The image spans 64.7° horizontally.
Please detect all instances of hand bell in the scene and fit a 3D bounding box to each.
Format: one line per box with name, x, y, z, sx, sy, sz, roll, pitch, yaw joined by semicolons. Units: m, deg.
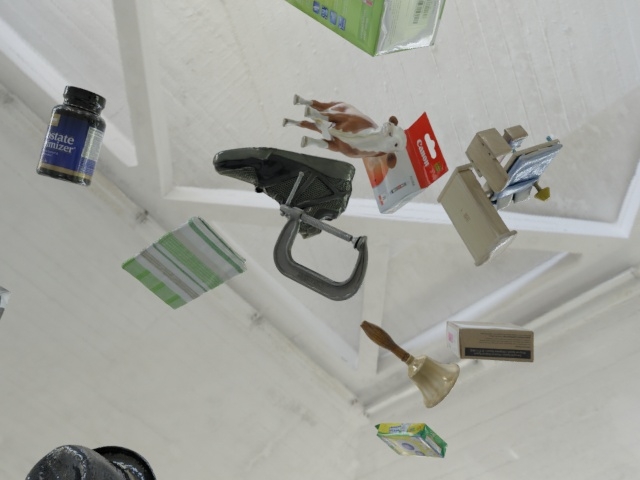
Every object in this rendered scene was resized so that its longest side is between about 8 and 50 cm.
hand bell;0.195;0.268;1.195;0.242;0.126;0.126;39;-61;1

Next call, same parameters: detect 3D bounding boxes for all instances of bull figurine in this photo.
bull figurine;0.043;-0.229;1.029;0.188;0.310;0.101;8;-72;-20

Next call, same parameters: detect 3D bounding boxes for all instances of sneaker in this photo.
sneaker;-0.061;-0.075;0.802;0.227;0.087;0.130;9;-96;-15

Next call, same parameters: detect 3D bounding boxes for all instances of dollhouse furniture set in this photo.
dollhouse furniture set;0.476;-0.118;1.157;0.303;0.198;0.286;-18;-25;-17

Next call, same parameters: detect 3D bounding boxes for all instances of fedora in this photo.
fedora;-0.514;0.542;1.052;0.334;0.334;0.152;-9;-55;14

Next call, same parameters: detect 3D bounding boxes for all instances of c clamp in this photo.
c clamp;0.000;0.000;0.679;0.160;0.022;0.137;31;-85;22

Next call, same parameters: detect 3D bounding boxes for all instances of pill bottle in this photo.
pill bottle;-0.588;-0.248;1.208;0.123;0.123;0.219;14;-91;1

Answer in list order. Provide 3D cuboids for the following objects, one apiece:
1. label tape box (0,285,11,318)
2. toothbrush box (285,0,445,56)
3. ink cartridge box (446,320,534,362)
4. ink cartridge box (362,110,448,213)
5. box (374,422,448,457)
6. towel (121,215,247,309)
label tape box;-0.523;0.162;0.526;0.106;0.333;0.241;26;-85;4
toothbrush box;0.049;-0.416;0.701;0.283;0.122;0.206;45;-36;34
ink cartridge box;0.469;0.280;1.425;0.193;0.234;0.088;1;-93;6
ink cartridge box;0.168;-0.156;1.040;0.045;0.145;0.179;-2;-24;-32
box;0.229;0.523;1.326;0.105;0.043;0.179;45;-37;-19
towel;-0.196;0.034;0.730;0.152;0.023;0.113;-28;-59;22
